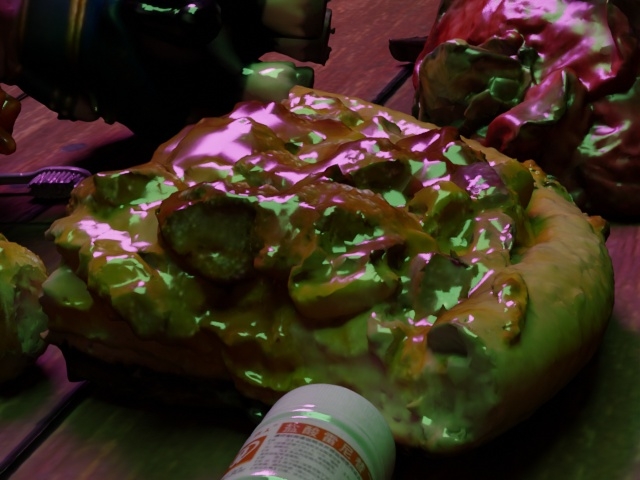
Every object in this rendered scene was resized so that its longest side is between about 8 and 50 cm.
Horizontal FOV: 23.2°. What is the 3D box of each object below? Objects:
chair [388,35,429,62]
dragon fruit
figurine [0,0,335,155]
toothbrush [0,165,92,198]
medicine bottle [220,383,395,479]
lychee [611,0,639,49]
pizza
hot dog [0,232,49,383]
[{"bbox_3d":[0.190,-0.199,1.159,0.183,0.176,0.326,-3,12,-16],"label":"chair"},{"bbox_3d":[0.163,-0.115,0.966,0.317,0.152,0.205,9,26,35],"label":"dragon fruit"},{"bbox_3d":[-0.188,-0.143,1.036,0.411,0.241,0.306,6,13,-26],"label":"figurine"},{"bbox_3d":[-0.287,-0.040,1.107,0.275,0.019,0.025,1,29,21],"label":"toothbrush"},{"bbox_3d":[-0.008,0.096,0.578,0.057,0.057,0.089,-1,20,18],"label":"medicine bottle"},{"bbox_3d":[0.277,-0.194,0.786,0.300,0.300,0.300,-6,20,2],"label":"lychee"},{"bbox_3d":[0.000,0.000,0.781,0.277,0.114,0.409,-3,17,-4],"label":"pizza"},{"bbox_3d":[-0.251,0.021,0.849,0.289,0.083,0.068,9,6,37],"label":"hot dog"}]
